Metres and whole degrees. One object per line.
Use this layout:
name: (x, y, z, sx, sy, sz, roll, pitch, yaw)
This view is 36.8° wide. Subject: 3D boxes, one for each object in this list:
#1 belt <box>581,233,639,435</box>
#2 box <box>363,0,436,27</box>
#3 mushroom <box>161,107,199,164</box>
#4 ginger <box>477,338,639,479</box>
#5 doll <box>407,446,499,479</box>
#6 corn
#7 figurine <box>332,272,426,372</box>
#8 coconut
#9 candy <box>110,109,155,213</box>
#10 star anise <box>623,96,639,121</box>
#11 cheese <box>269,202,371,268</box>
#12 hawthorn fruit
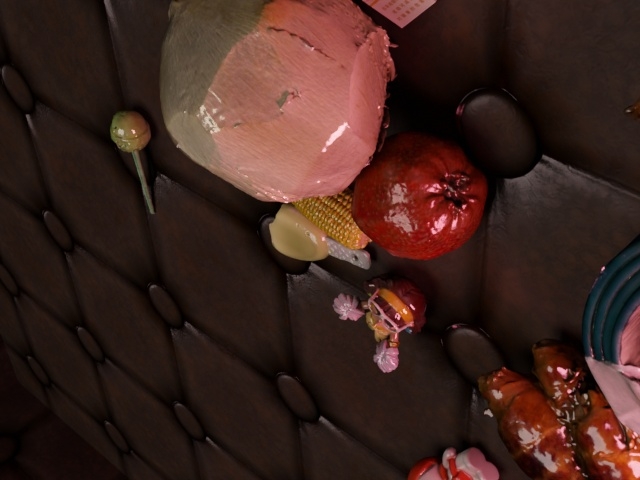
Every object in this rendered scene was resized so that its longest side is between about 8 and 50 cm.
belt: (0.512, 0.109, 1.245, 0.300, 0.173, 0.436, 44, 146, 21)
box: (0.081, -0.379, 1.398, 0.167, 0.024, 0.090, 30, 153, -20)
mushroom: (-0.169, -0.247, 1.758, 0.255, 0.255, 0.184, 43, -170, 16)
ginger: (0.421, 0.304, 1.556, 0.357, 0.152, 0.274, 16, 131, 42)
doll: (0.252, 0.522, 1.989, 0.161, 0.130, 0.290, 44, 132, 4)
corn: (0.003, -0.077, 1.783, 0.244, 0.093, 0.093, 39, 144, 23)
figurine: (0.124, 0.142, 1.813, 0.175, 0.116, 0.240, 50, 153, 9)
coconut: (-0.079, -0.244, 1.458, 0.360, 0.346, 0.346, 31, 153, -21)
candy: (-0.426, -0.173, 2.262, 0.093, 0.092, 0.335, 4, 142, 5)
star anise: (0.476, -0.140, 1.121, 0.220, 0.099, 0.214, 59, 146, 31)
cheese: (0.000, 0.000, 1.899, 0.255, 0.050, 0.127, 20, 133, 39)
hawthorn fruit: (0.138, -0.067, 1.531, 0.253, 0.205, 0.205, -8, 113, 56)
